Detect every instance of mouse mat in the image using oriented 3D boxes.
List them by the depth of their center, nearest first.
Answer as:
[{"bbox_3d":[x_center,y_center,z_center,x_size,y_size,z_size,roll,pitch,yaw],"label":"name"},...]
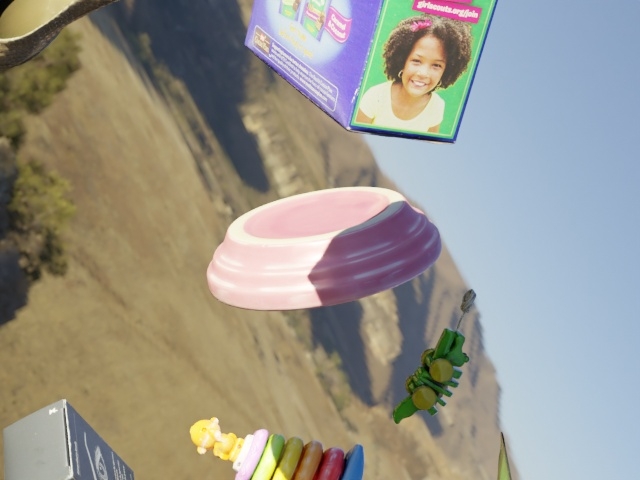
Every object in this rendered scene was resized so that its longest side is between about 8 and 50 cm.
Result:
[{"bbox_3d":[0.241,0.365,1.539,0.152,0.007,0.189,-89,178,-59],"label":"mouse mat"}]

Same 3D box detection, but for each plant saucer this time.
[{"bbox_3d":[0.000,0.000,1.649,0.332,0.332,0.084,-114,-167,-73],"label":"plant saucer"}]

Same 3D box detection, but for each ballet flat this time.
[{"bbox_3d":[-0.215,-0.203,0.957,0.058,0.250,0.084,21,56,-62],"label":"ballet flat"}]

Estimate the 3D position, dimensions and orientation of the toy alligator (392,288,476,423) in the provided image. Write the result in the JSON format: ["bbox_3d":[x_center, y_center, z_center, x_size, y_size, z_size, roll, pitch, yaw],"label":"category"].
[{"bbox_3d":[0.155,0.151,1.438,0.051,0.189,0.056,30,6,-13],"label":"toy alligator"}]

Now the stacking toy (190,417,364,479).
[{"bbox_3d":[-0.089,0.392,2.054,0.302,0.175,0.166,24,-24,-2],"label":"stacking toy"}]

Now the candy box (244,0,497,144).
[{"bbox_3d":[0.057,-0.283,1.065,0.268,0.122,0.317,48,-51,55],"label":"candy box"}]

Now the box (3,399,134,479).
[{"bbox_3d":[-0.356,0.358,1.703,0.207,0.108,0.153,59,7,-39],"label":"box"}]
